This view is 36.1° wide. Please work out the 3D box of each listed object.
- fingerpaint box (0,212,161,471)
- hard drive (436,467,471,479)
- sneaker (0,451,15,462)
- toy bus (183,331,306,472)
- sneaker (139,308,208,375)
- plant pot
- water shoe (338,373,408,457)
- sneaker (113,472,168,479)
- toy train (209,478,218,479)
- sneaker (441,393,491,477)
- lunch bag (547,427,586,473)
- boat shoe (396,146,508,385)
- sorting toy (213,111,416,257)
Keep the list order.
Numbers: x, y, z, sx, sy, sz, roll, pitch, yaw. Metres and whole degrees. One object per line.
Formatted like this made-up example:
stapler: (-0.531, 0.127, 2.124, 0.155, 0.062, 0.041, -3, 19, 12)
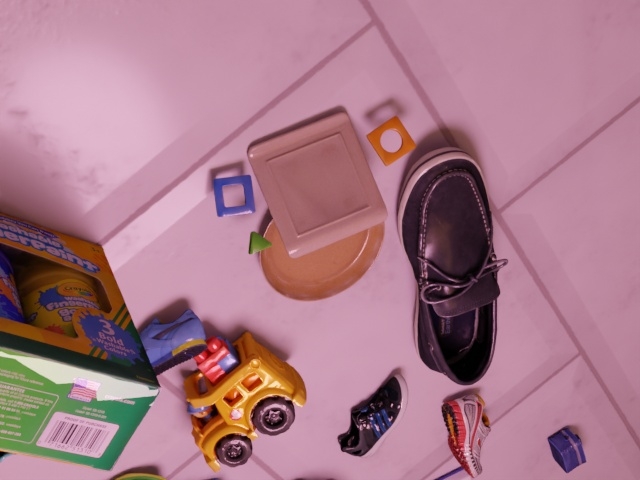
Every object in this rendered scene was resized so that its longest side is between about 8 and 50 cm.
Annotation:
fingerpaint box: (-0.478, 0.093, 1.314, 0.445, 0.371, 0.163, 22, 108, -35)
hard drive: (0.206, 0.659, 2.232, 0.319, 0.040, 0.210, -23, 128, -11)
sneaker: (-0.469, 0.297, 1.525, 0.166, 0.076, 0.065, -40, 130, 0)
toy bus: (-0.168, 0.269, 1.741, 0.220, 0.149, 0.211, -40, 116, 5)
sneaker: (-0.291, 0.186, 1.675, 0.209, 0.082, 0.069, -28, 160, 13)
plant pot: (0.000, 0.000, 1.713, 0.236, 0.032, 0.236, -13, 124, -19)
water shoe: (0.106, 0.355, 1.967, 0.080, 0.073, 0.203, 14, 112, -30)
sneaker: (-0.403, 0.525, 1.788, 0.296, 0.123, 0.109, -22, 127, -14)
toy train: (-0.235, 0.527, 1.858, 0.184, 0.105, 0.080, -17, 122, -43)
sneaker: (0.330, 0.424, 2.114, 0.093, 0.088, 0.225, -23, 128, -13)
lunch bag: (0.579, 0.485, 2.290, 0.065, 0.067, 0.098, -29, 127, -8)
boat shoe: (0.250, 0.060, 1.800, 0.187, 0.156, 0.500, -16, 124, -15)
sorting toy: (-0.004, -0.091, 1.611, 0.348, 0.047, 0.195, -22, 93, -10)
